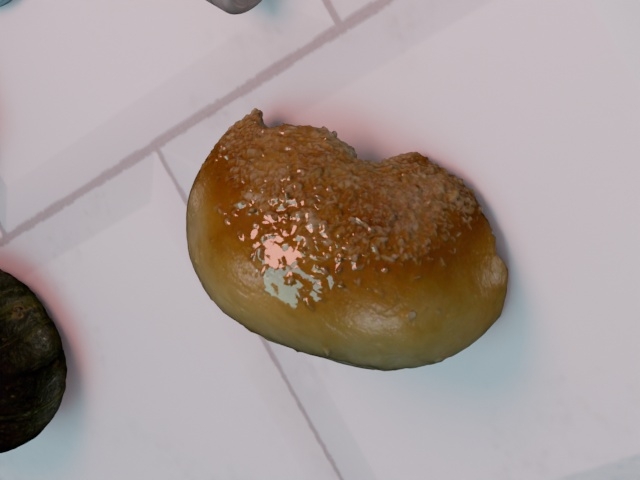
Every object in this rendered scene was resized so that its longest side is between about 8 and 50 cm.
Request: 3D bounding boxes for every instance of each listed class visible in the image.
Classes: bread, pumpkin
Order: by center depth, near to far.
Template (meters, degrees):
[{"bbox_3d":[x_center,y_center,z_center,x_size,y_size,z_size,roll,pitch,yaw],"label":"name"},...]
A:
[{"bbox_3d":[-0.005,0.000,1.504,0.314,0.192,0.171,32,129,23],"label":"bread"},{"bbox_3d":[-0.398,0.133,1.914,0.238,0.159,0.238,18,125,27],"label":"pumpkin"}]

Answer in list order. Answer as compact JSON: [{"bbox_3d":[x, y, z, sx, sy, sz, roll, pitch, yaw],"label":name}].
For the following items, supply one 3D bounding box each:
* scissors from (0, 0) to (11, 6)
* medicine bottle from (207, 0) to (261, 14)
[{"bbox_3d":[-0.299,-0.378,1.665,0.180,0.032,0.393,52,133,5],"label":"scissors"},{"bbox_3d":[-0.111,-0.265,1.536,0.140,0.079,0.079,33,128,23],"label":"medicine bottle"}]
